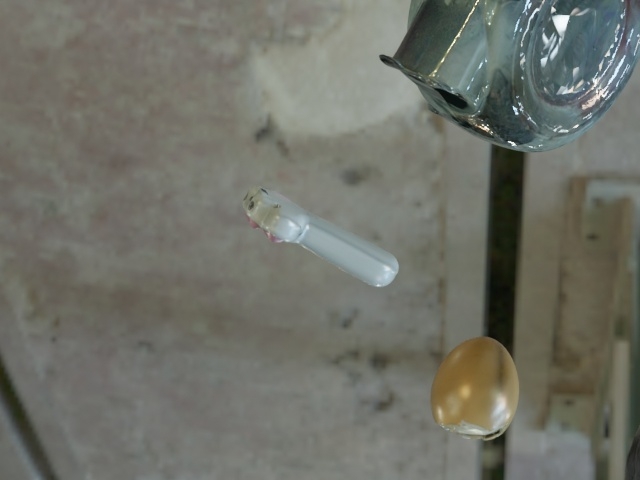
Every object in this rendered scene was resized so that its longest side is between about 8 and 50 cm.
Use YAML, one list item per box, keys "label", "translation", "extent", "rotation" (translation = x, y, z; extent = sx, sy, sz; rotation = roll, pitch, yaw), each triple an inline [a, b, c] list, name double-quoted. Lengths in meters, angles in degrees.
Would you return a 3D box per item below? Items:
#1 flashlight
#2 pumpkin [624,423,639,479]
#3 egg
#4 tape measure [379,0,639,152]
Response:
- label: "flashlight"
  translation: [0.000, 0.000, 1.962]
  extent: [0.200, 0.093, 0.047]
  rotation: [27, 102, -23]
- label: "pumpkin"
  translation: [0.358, 0.190, 1.166]
  extent: [0.315, 0.238, 0.315]
  rotation: [3, 158, 1]
- label: "egg"
  translation: [0.141, 0.133, 1.560]
  extent: [0.080, 0.096, 0.080]
  rotation: [13, 167, 3]
- label: "tape measure"
  translation: [0.196, -0.220, 1.654]
  extent: [0.147, 0.256, 0.275]
  rotation: [30, -178, 38]
